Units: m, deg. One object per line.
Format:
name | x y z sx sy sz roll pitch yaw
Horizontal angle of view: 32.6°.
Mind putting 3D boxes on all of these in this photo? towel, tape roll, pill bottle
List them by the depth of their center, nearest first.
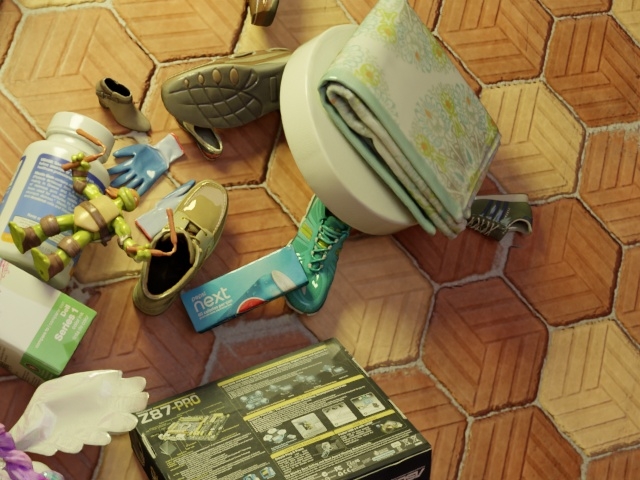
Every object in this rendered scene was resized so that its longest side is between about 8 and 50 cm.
pill bottle | -0.438 -0.069 1.805 0.152 0.152 0.272 24 68 -11
towel | 0.171 -0.223 1.961 0.374 0.090 0.321 51 40 -19
tape roll | 0.090 -0.199 1.979 0.392 0.072 0.392 23 56 -40

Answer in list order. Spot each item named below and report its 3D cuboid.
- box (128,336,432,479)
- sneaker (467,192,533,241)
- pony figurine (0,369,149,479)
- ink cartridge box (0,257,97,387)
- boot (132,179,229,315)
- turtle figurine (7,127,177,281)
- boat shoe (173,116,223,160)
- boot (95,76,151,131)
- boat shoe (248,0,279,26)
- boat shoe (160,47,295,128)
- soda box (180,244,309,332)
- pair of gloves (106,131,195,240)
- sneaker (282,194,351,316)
box | -0.070 0.329 1.748 0.394 0.097 0.318 -18 39 -24
sneaker | 0.329 -0.040 2.109 0.192 0.064 0.086 -5 72 -24
pony figurine | -0.429 0.352 1.567 0.350 0.364 0.303 4 41 1
ink cartridge box | -0.507 0.110 1.701 0.278 0.201 0.117 31 67 -8
boot | -0.224 -0.003 1.817 0.095 0.203 0.262 33 75 -3
turtle figurine | -0.368 -0.039 1.701 0.217 0.087 0.269 -31 73 -28
boat shoe | -0.222 -0.208 1.980 0.049 0.043 0.137 -33 86 -22
boot | -0.343 -0.239 1.922 0.118 0.087 0.042 28 66 -10
boat shoe | -0.138 -0.554 2.078 0.119 0.122 0.324 1 66 -13
boat shoe | -0.146 -0.284 1.994 0.324 0.116 0.123 -11 119 -29
soda box | -0.128 0.084 1.876 0.210 0.067 0.071 -25 83 -1
pair of gloves | -0.279 -0.093 1.938 0.159 0.023 0.198 -33 87 -24
sneaker | 0.000 0.000 1.960 0.107 0.110 0.275 21 69 -12
